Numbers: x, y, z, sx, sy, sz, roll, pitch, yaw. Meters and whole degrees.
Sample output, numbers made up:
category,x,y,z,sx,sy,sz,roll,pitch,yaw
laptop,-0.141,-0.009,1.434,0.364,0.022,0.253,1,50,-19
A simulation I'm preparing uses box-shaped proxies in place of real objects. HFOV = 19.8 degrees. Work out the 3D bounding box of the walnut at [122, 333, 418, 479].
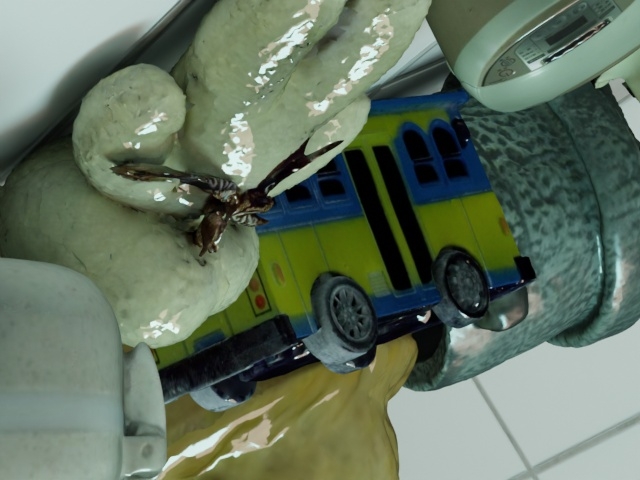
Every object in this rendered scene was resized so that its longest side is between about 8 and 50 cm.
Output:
category,x,y,z,sx,sy,sz,roll,pitch,yaw
walnut,-0.115,0.169,1.441,0.383,0.384,0.383,-31,175,-3

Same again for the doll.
category,x,y,z,sx,sy,sz,roll,pitch,yaw
doll,-0.054,-0.043,0.958,0.175,0.149,0.278,25,124,-28

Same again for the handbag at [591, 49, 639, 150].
category,x,y,z,sx,sy,sz,roll,pitch,yaw
handbag,0.347,-0.239,1.292,0.358,0.160,0.237,-31,170,-16

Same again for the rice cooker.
category,x,y,z,sx,sy,sz,roll,pitch,yaw
rice cooker,0.124,-0.148,1.022,0.145,0.127,0.206,-32,179,14

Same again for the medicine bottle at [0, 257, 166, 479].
category,x,y,z,sx,sy,sz,roll,pitch,yaw
medicine bottle,-0.212,0.081,0.834,0.282,0.123,0.375,0,170,-6

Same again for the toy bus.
category,x,y,z,sx,sy,sz,roll,pitch,yaw
toy bus,0.000,0.000,1.221,0.138,0.175,0.287,-27,171,38

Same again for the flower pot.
category,x,y,z,sx,sy,sz,roll,pitch,yaw
flower pot,0.164,-0.039,1.579,0.282,0.299,0.299,-20,171,-24
